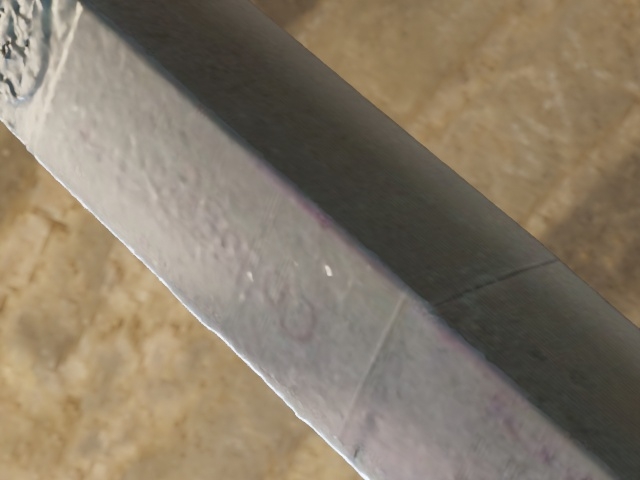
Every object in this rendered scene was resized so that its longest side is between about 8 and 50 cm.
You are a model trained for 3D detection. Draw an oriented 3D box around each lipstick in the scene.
[{"bbox_3d":[0.000,0.000,0.548,0.317,0.068,0.066,42,-54,27],"label":"lipstick"}]
